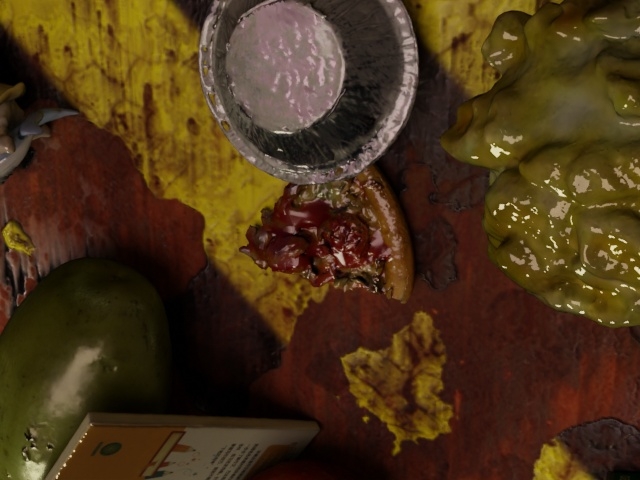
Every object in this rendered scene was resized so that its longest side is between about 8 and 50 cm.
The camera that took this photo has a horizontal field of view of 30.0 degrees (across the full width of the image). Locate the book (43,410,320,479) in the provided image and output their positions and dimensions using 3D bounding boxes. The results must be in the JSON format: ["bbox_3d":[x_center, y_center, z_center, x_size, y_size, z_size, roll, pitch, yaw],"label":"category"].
[{"bbox_3d":[-0.167,0.264,1.318,0.208,0.295,0.020,-54,46,29],"label":"book"}]

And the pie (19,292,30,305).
[{"bbox_3d":[-0.327,0.096,1.436,0.085,0.017,0.085,9,117,18],"label":"pie"}]

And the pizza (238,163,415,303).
[{"bbox_3d":[0.000,0.000,1.247,0.193,0.053,0.201,-28,99,29],"label":"pizza"}]

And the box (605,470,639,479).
[{"bbox_3d":[0.415,0.305,1.223,0.235,0.034,0.132,-2,111,22],"label":"box"}]

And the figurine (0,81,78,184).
[{"bbox_3d":[-0.378,-0.142,1.300,0.208,0.128,0.184,2,110,12],"label":"figurine"}]

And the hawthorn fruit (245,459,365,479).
[{"bbox_3d":[-0.009,0.336,1.316,0.253,0.205,0.205,-36,96,22],"label":"hawthorn fruit"}]

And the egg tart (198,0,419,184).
[{"bbox_3d":[-0.018,-0.167,1.146,0.234,0.094,0.234,4,101,20],"label":"egg tart"}]

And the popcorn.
[{"bbox_3d":[0.246,-0.073,1.000,0.312,0.312,0.312,8,114,18],"label":"popcorn"}]

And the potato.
[{"bbox_3d":[-0.268,0.164,1.338,0.216,0.216,0.304,27,108,9],"label":"potato"}]
